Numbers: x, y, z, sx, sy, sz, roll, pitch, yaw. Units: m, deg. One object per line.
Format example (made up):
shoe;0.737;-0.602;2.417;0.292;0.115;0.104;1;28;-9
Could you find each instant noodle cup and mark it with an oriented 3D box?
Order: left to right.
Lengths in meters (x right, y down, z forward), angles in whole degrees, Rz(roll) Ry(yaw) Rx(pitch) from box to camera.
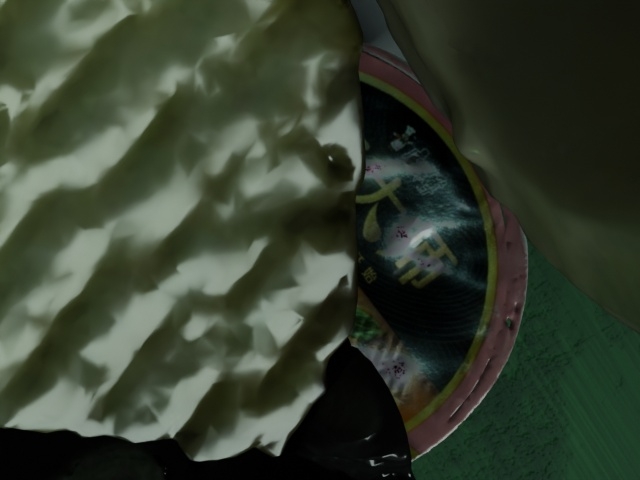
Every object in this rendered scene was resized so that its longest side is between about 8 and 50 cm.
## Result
instant noodle cup;0.000;0.000;0.971;0.244;0.244;0.255;-33;180;10

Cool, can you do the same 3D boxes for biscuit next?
biscuit;-0.095;-0.045;0.406;0.273;0.036;0.187;16;105;-32

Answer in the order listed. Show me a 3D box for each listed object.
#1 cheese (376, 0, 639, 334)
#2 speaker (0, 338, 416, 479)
cheese;0.099;-0.114;0.313;0.153;0.292;0.332;-30;-176;-16
speaker;-0.091;0.027;0.628;0.184;0.232;0.254;-27;170;-6
